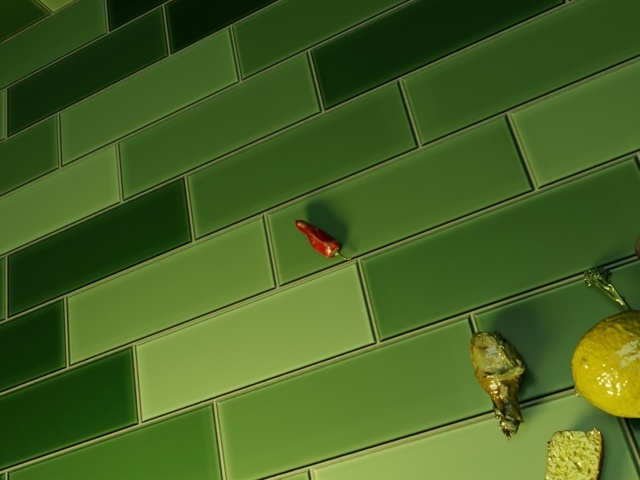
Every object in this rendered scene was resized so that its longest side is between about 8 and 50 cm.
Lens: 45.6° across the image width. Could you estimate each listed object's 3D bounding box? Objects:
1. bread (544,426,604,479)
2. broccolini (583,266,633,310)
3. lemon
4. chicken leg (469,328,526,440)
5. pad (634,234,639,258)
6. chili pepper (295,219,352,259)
[{"bbox_3d":[0.478,0.444,1.447,0.103,0.065,0.188,5,73,30],"label":"bread"},{"bbox_3d":[0.598,0.125,1.526,0.054,0.052,0.194,-38,58,12],"label":"broccolini"},{"bbox_3d":[0.575,0.230,1.410,0.231,0.192,0.192,-40,57,22],"label":"lemon"},{"bbox_3d":[0.373,0.285,1.551,0.103,0.088,0.228,-18,58,4],"label":"chicken leg"},{"bbox_3d":[0.741,0.027,1.448,0.004,0.181,0.267,-24,48,-36],"label":"pad"},{"bbox_3d":[-0.001,0.000,1.871,0.191,0.059,0.050,36,96,31],"label":"chili pepper"}]
